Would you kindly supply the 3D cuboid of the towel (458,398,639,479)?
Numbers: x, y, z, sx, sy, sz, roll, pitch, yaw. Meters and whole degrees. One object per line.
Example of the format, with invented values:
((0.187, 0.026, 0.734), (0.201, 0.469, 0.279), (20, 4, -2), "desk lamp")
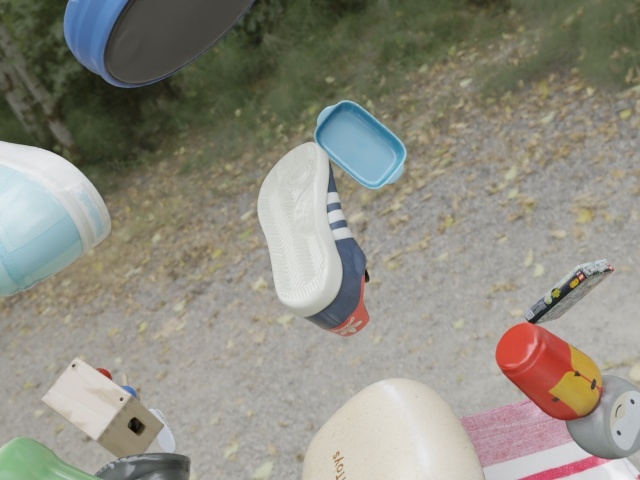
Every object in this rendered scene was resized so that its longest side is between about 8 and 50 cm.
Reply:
((0.261, 0.303, 0.805), (0.236, 0.037, 0.329), (-9, 49, -27), "towel")

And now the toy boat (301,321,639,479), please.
((0.118, 0.204, 0.678), (0.318, 0.148, 0.268), (-44, 24, 20), "toy boat")

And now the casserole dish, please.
((0.073, -0.176, 1.508), (0.114, 0.188, 0.037), (-50, 0, -7), "casserole dish")

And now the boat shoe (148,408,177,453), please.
((-0.310, 0.378, 1.600), (0.035, 0.035, 0.100), (-44, 70, 13), "boat shoe")

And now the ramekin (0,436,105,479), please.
((-0.178, 0.291, 0.496), (0.303, 0.148, 0.304), (-160, 90, -84), "ramekin")

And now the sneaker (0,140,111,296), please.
((-0.373, -0.024, 0.787), (0.365, 0.135, 0.150), (5, 35, 41), "sneaker")

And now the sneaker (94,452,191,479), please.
((-0.216, 0.318, 0.764), (0.286, 0.109, 0.130), (-45, 52, 28), "sneaker")

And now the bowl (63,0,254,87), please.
((-0.222, -0.396, 1.277), (0.391, 0.077, 0.391), (-41, -6, -5), "bowl")

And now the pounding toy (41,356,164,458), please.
((-0.282, 0.222, 1.087), (0.130, 0.141, 0.100), (25, 67, 29), "pounding toy")

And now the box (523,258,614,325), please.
((0.408, 0.086, 1.326), (0.093, 0.027, 0.137), (-8, -34, -44), "box")

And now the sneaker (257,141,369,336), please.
((0.000, 0.000, 1.212), (0.131, 0.148, 0.350), (-30, 40, 23), "sneaker")
